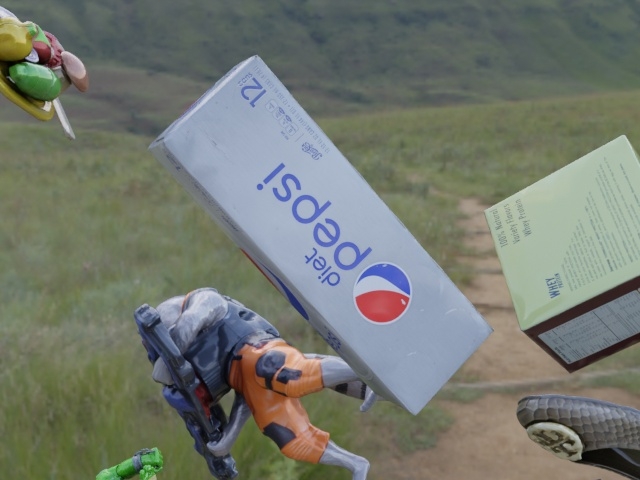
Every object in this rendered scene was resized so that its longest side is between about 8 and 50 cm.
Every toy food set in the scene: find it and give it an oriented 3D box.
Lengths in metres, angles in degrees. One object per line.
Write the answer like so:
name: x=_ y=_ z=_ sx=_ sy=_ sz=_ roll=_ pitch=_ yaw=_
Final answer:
toy food set: x=-0.317 y=-0.208 z=1.042 sx=0.071 sy=0.128 sz=0.218 roll=-25 pitch=-13 yaw=5

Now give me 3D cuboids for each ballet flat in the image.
ballet flat: x=0.270 y=0.183 z=0.726 sx=0.250 sy=0.058 sz=0.084 roll=22 pitch=-22 yaw=-6

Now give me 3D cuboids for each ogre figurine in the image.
ogre figurine: x=-0.329 y=0.444 z=1.517 sx=0.118 sy=0.197 sz=0.097 roll=-11 pitch=-21 yaw=19

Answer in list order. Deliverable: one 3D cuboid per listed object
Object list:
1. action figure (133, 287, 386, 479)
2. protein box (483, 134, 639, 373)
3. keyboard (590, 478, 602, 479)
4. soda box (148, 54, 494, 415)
action figure: x=-0.072 y=0.174 z=1.087 sx=0.330 sy=0.341 sz=0.178 roll=28 pitch=59 yaw=24
protein box: x=0.342 y=0.020 z=1.142 sx=0.201 sy=0.136 sz=0.200 roll=-30 pitch=44 yaw=23
keyboard: x=0.198 y=0.394 z=1.046 sx=0.317 sy=0.201 sz=0.033 roll=-20 pitch=-39 yaw=30
soda box: x=0.000 y=0.000 z=0.719 sx=0.098 sy=0.286 sz=0.091 roll=-45 pitch=14 yaw=-11
